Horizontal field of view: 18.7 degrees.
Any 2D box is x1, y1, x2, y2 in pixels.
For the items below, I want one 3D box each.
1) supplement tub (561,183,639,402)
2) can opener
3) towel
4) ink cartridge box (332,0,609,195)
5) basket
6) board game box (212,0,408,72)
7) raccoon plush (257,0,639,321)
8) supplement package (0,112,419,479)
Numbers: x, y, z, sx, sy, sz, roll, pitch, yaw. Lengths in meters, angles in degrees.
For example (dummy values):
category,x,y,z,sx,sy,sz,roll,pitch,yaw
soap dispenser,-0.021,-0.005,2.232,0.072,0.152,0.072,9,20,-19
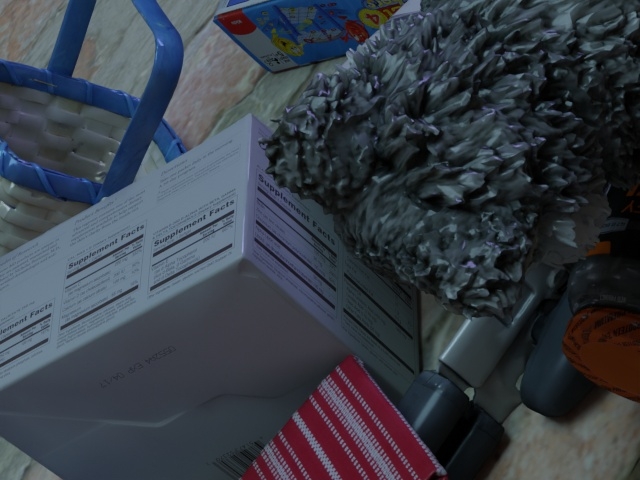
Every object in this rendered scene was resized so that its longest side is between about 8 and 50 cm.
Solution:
category,x,y,z,sx,sy,sz,roll,pitch,yaw
supplement tub,0.227,0.002,1.212,0.117,0.117,0.190,-1,56,47
can opener,0.096,0.127,1.266,0.283,0.076,0.095,-55,31,-9
towel,-0.034,0.215,1.241,0.275,0.031,0.199,-51,26,4
ink cartridge box,0.149,-0.124,1.360,0.207,0.117,0.283,1,39,47
basket,-0.205,-0.100,1.684,0.255,0.201,0.289,-116,41,-53
board game box,0.084,-0.315,1.715,0.302,0.086,0.308,-8,50,43
raccoon plush,0.121,-0.172,1.019,0.216,0.447,0.299,23,34,30
supplement package,-0.089,0.069,1.413,0.261,0.204,0.145,-28,40,27
